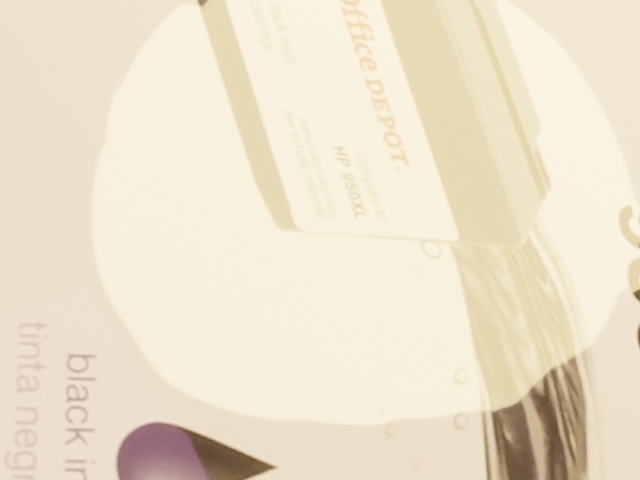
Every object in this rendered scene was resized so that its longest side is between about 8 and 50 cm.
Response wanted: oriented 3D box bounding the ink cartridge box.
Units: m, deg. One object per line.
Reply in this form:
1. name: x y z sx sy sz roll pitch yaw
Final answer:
1. ink cartridge box: 0.000 0.000 0.518 0.395 0.166 0.285 4 62 -15
